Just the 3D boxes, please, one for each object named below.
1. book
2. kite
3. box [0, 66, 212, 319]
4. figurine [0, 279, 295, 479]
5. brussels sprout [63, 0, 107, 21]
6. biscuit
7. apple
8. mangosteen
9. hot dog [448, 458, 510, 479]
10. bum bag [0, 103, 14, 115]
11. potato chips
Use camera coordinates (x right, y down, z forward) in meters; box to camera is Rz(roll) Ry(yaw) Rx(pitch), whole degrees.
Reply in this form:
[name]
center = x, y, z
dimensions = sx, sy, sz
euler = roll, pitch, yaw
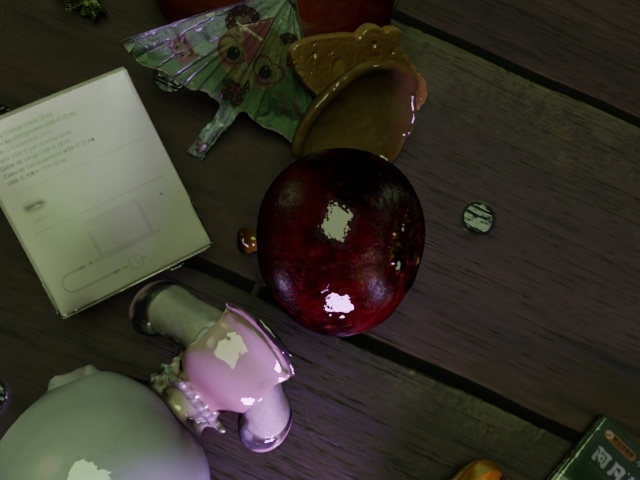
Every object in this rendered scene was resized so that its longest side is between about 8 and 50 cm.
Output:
[book]
center = 0.362, 0.393, 0.883
dimensions = 0.264, 0.027, 0.202
euler = -43, 83, -16
[kite]
center = -0.107, -0.222, 0.923
dimensions = 0.322, 0.013, 0.268
euler = 24, 113, -22
[box]
center = -0.282, -0.058, 0.853
dimensions = 0.203, 0.106, 0.252
euler = -28, 100, -13
[figurine]
center = -0.208, 0.221, 0.763
dimensions = 0.253, 0.211, 0.361
euler = 44, 72, 6
[brussels sprout]
center = -0.346, -0.357, 0.986
dimensions = 0.058, 0.085, 0.085
euler = -44, 84, -9
[biscuit]
center = 0.055, -0.231, 0.958
dimensions = 0.250, 0.035, 0.163
euler = 10, 108, -40
[apple]
center = -0.068, -0.416, 1.014
dimensions = 0.364, 0.295, 0.329
euler = 7, 36, -6
[mangosteen]
center = 0.000, 0.000, 0.875
dimensions = 0.261, 0.235, 0.236
euler = 3, 68, 37
[hot dog]
center = 0.149, 0.370, 0.845
dimensions = 0.235, 0.062, 0.092
euler = -35, 82, -18
[bum bag]
center = -0.447, -0.128, 0.911
dimensions = 0.248, 0.060, 0.123
euler = 18, 78, -1
[potato chips]
center = 0.041, -0.161, 0.934
dimensions = 0.062, 0.195, 0.208
euler = 45, 110, 40
